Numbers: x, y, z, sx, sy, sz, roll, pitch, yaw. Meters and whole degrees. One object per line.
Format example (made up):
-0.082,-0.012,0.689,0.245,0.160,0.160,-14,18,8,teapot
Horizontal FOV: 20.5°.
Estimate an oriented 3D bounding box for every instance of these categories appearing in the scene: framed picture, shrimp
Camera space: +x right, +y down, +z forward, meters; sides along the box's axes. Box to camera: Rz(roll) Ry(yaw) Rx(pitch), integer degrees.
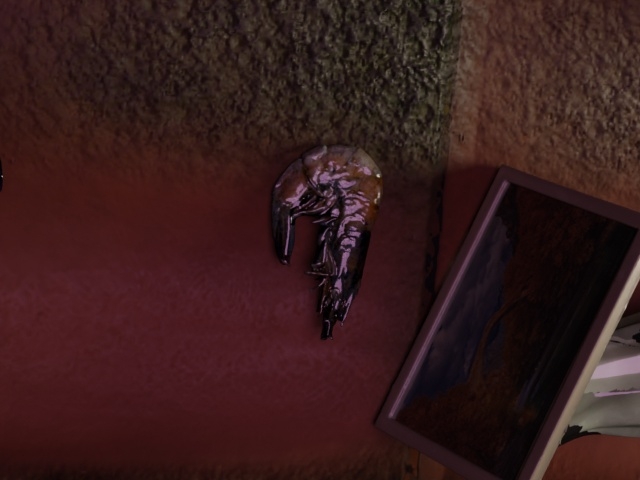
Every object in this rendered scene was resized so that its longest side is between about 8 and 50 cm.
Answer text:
0.155,0.071,1.424,0.016,0.184,0.250,28,89,-41,framed picture
0.000,0.000,1.452,0.091,0.034,0.161,8,87,-4,shrimp

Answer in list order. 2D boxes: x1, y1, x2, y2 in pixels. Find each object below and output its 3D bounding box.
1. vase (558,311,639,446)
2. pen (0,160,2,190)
0.336,0.104,1.491,0.360,0.165,0.165,-7,97,-9,vase
-0.377,-0.038,1.344,0.269,0.033,0.033,-7,97,-14,pen
